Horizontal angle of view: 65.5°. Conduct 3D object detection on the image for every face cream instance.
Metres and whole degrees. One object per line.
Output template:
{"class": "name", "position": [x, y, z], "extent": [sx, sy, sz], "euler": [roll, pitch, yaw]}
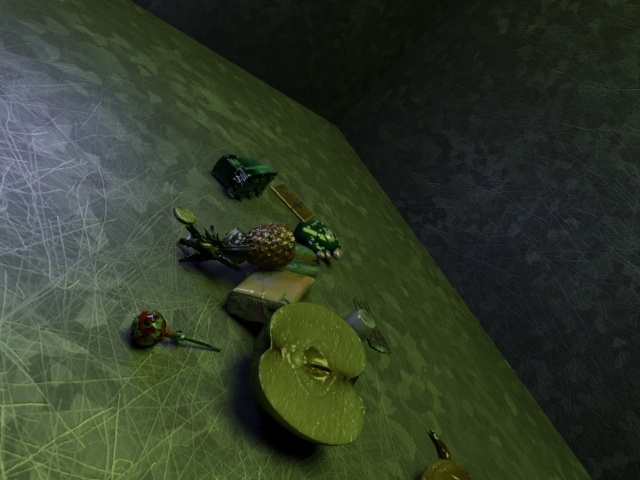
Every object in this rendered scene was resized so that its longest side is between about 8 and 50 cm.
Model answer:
{"class": "face cream", "position": [0.148, 0.334, 1.944], "extent": [0.117, 0.104, 0.117], "euler": [39, 22, -19]}

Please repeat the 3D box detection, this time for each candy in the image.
{"class": "candy", "position": [-0.351, 0.244, 1.262], "extent": [0.287, 0.084, 0.078], "euler": [32, 21, -48]}

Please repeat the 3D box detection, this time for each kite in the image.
{"class": "kite", "position": [0.215, 0.362, 2.145], "extent": [0.152, 0.015, 0.285], "euler": [29, 30, -42]}

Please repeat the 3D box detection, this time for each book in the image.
{"class": "book", "position": [-0.134, -0.191, 2.463], "extent": [0.242, 0.018, 0.170], "euler": [47, 22, 2]}

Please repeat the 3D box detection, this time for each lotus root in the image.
{"class": "lotus root", "position": [-0.142, 0.080, 1.834], "extent": [0.322, 0.140, 0.158], "euler": [14, 62, -43]}

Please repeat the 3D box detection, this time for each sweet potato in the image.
{"class": "sweet potato", "position": [0.447, 0.765, 1.831], "extent": [0.041, 0.038, 0.153], "euler": [56, 6, -49]}

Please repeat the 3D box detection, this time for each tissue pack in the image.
{"class": "tissue pack", "position": [-0.153, 0.176, 1.592], "extent": [0.215, 0.123, 0.257], "euler": [15, 18, 10]}

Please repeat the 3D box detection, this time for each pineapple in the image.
{"class": "pineapple", "position": [-0.263, 0.025, 1.577], "extent": [0.364, 0.165, 0.165], "euler": [-3, 47, -27]}

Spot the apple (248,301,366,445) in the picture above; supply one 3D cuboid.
{"class": "apple", "position": [-0.030, 0.351, 1.358], "extent": [0.360, 0.312, 0.320], "euler": [30, 0, -25]}

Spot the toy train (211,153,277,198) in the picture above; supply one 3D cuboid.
{"class": "toy train", "position": [-0.320, -0.285, 2.140], "extent": [0.178, 0.138, 0.330], "euler": [44, 21, 6]}

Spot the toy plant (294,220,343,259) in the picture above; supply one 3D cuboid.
{"class": "toy plant", "position": [0.000, -0.003, 2.254], "extent": [0.243, 0.112, 0.232], "euler": [4, 45, -51]}

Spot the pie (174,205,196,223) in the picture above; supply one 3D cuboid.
{"class": "pie", "position": [-0.459, -0.087, 1.696], "extent": [0.085, 0.017, 0.085], "euler": [38, 22, -18]}

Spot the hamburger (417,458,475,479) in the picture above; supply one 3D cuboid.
{"class": "hamburger", "position": [0.421, 0.829, 1.545], "extent": [0.265, 0.134, 0.285], "euler": [48, 20, -1]}
